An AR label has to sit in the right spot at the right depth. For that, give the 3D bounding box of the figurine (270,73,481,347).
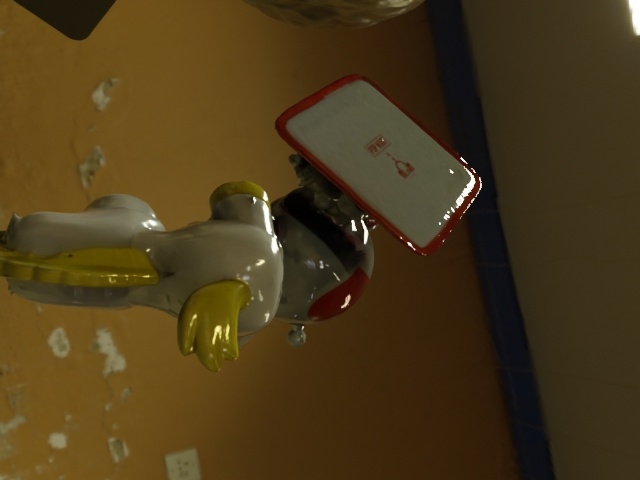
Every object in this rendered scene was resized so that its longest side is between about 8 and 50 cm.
[{"bbox_3d":[0.000,0.000,0.721,0.160,0.183,0.226,41,-56,4],"label":"figurine"}]

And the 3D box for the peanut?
[{"bbox_3d":[0.005,-0.268,0.795,0.233,0.197,0.110,-128,-143,-62],"label":"peanut"}]

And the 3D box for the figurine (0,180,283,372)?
[{"bbox_3d":[-0.109,0.012,0.463,0.129,0.178,0.109,-58,162,-72],"label":"figurine"}]

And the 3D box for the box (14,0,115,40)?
[{"bbox_3d":[-0.233,-0.255,0.756,0.126,0.091,0.031,-36,-147,39],"label":"box"}]
